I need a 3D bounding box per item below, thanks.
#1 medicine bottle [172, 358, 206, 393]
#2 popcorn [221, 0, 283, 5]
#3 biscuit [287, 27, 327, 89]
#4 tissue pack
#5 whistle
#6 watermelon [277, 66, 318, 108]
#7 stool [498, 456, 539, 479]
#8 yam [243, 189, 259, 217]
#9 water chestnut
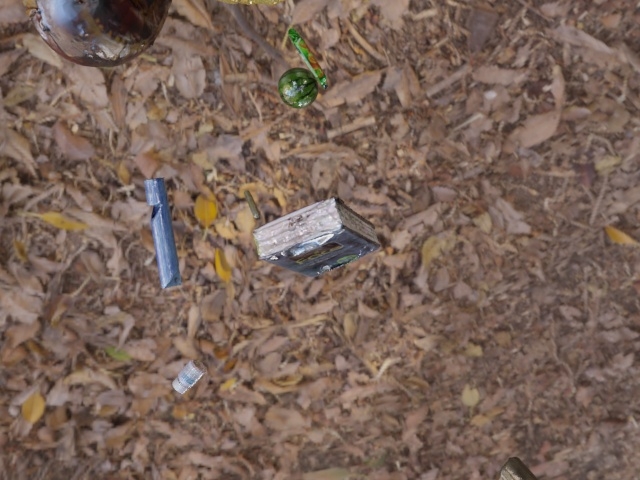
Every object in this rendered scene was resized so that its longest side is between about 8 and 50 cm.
[{"bbox_3d":[-0.350,0.361,1.883,0.052,0.052,0.089,33,105,-34],"label":"medicine bottle"},{"bbox_3d":[-0.166,-0.666,1.419,0.390,0.354,0.344,16,151,-3],"label":"popcorn"},{"bbox_3d":[-0.017,-0.248,0.955,0.016,0.046,0.089,-34,127,7],"label":"biscuit"},{"bbox_3d":[0.000,0.000,1.341,0.173,0.073,0.235,-22,162,16],"label":"tissue pack"},{"bbox_3d":[-0.431,-0.020,1.943,0.062,0.062,0.304,-8,97,-5],"label":"whistle"},{"bbox_3d":[-0.048,-0.368,1.701,0.109,0.109,0.109,-6,133,-7],"label":"watermelon"},{"bbox_3d":[0.368,0.581,1.205,0.310,0.226,0.310,-44,131,-13],"label":"stool"},{"bbox_3d":[-0.193,-0.102,1.994,0.021,0.116,0.021,-14,135,-14],"label":"yam"},{"bbox_3d":[-0.415,-0.452,1.267,0.300,0.300,0.300,-6,133,-7],"label":"water chestnut"}]
